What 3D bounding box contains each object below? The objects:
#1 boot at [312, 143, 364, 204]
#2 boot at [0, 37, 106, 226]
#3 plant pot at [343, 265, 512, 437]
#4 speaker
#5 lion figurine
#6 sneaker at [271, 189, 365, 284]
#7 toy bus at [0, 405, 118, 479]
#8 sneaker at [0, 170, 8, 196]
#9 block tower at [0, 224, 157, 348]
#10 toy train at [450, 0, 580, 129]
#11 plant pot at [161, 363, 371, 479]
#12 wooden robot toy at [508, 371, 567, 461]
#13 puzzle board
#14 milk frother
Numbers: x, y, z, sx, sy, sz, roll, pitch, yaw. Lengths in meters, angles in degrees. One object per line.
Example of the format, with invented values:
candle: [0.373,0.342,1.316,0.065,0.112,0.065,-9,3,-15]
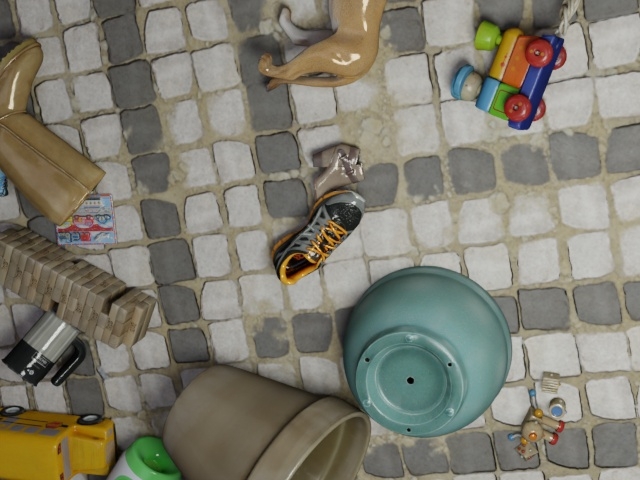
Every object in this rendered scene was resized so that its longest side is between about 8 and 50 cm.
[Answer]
boot: [0.033,-0.107,1.571,0.087,0.042,0.118,-2,108,9]
boot: [-0.506,-0.199,1.679,0.269,0.089,0.236,41,90,-6]
plant pot: [0.164,0.207,1.517,0.293,0.196,0.293,3,103,15]
speaker: [-0.382,0.527,1.783,0.131,0.131,0.296,35,109,6]
lion figurine: [0.056,-0.387,1.468,0.240,0.142,0.392,19,121,4]
sneaker: [0.000,0.000,1.567,0.084,0.083,0.215,34,117,-22]
toy bus: [-0.575,0.407,1.809,0.333,0.130,0.108,3,103,16]
sneaker: [-0.617,-0.123,1.753,0.162,0.063,0.073,-34,110,23]
block tower: [-0.483,0.084,1.730,0.335,0.091,0.097,26,112,9]
toy train: [0.307,-0.309,1.421,0.143,0.105,0.248,26,108,23]
plant pot: [-0.113,0.367,1.601,0.280,0.323,0.323,30,109,26]
wooden robot toy: [0.373,0.314,1.542,0.076,0.079,0.173,23,108,10]
puzzle board: [-0.451,-0.039,1.739,0.128,0.011,0.096,-1,102,16]
milk frother: [-0.546,0.204,1.780,0.143,0.129,0.135,27,72,38]
